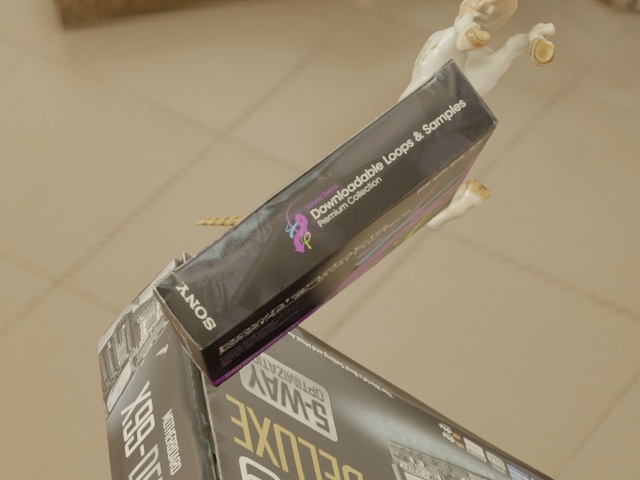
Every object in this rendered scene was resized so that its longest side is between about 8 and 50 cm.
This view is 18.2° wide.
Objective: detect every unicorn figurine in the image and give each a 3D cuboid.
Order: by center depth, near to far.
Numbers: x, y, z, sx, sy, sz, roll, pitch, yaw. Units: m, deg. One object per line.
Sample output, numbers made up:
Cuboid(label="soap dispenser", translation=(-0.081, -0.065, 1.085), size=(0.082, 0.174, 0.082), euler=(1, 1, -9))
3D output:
Cuboid(label="unicorn figurine", translation=(0.039, -0.044, 0.853), size=(0.162, 0.060, 0.111), euler=(-46, 14, -19))

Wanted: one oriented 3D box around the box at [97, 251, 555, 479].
Cuboid(label="box", translation=(0.032, 0.170, 1.016), size=(0.076, 0.307, 0.242), euler=(-45, 32, 21))

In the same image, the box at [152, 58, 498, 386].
Cuboid(label="box", translation=(0.000, 0.000, 0.671), size=(0.116, 0.162, 0.029), euler=(-38, 83, -6))
